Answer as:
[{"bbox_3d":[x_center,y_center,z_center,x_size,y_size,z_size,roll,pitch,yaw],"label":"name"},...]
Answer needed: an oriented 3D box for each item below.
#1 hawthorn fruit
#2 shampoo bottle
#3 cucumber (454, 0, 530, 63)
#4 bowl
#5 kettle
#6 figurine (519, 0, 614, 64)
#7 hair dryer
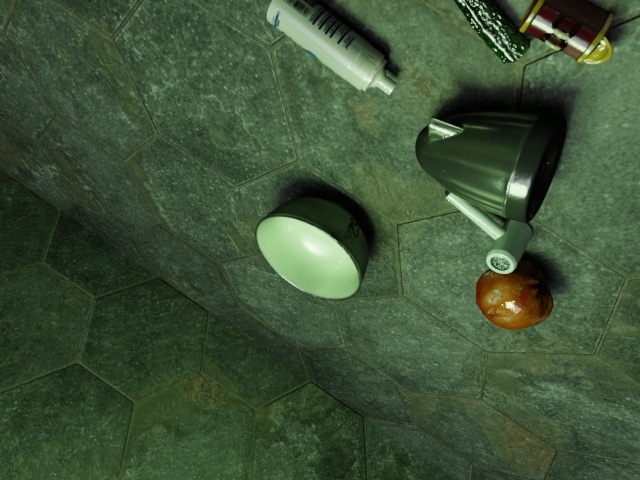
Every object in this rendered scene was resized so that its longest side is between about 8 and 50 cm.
[{"bbox_3d":[0.473,0.141,1.191,0.200,0.179,0.179,-23,116,45],"label":"hawthorn fruit"},{"bbox_3d":[0.033,-0.411,0.991,0.303,0.092,0.092,37,145,-3],"label":"shampoo bottle"},{"bbox_3d":[0.290,-0.394,0.825,0.187,0.058,0.058,45,144,-12],"label":"cucumber"},{"bbox_3d":[0.000,0.000,1.417,0.354,0.185,0.353,23,144,18],"label":"bowl"},{"bbox_3d":[0.331,-0.175,0.966,0.271,0.251,0.207,22,114,30],"label":"kettle"},{"bbox_3d":[0.404,-0.337,0.761,0.154,0.098,0.082,34,142,7],"label":"figurine"},{"bbox_3d":[0.383,-0.041,1.107,0.236,0.131,0.073,43,146,0],"label":"hair dryer"}]
